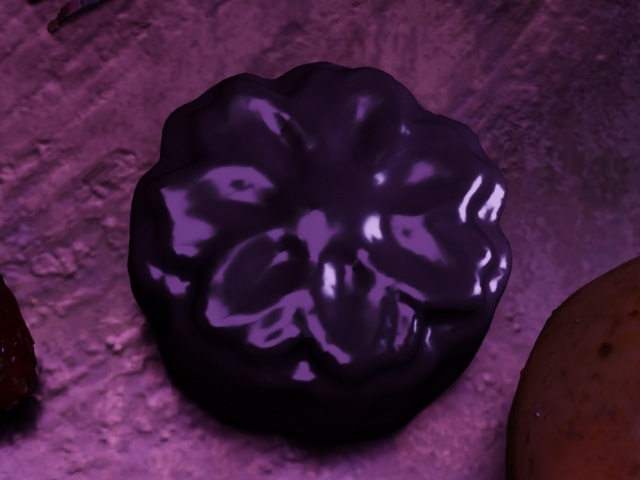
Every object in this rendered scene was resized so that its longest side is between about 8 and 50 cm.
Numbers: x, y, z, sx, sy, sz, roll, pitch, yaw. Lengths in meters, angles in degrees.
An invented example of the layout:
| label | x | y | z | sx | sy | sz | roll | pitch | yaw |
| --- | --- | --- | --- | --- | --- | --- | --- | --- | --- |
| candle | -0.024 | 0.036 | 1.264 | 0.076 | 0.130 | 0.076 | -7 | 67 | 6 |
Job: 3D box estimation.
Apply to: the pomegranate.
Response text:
| label | x | y | z | sx | sy | sz | roll | pitch | yaw |
| --- | --- | --- | --- | --- | --- | --- | --- | --- | --- |
| pomegranate | 0.251 | 0.142 | 1.301 | 0.281 | 0.281 | 0.281 | 1 | 68 | -3 |

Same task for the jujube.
| label | x | y | z | sx | sy | sz | roll | pitch | yaw |
| --- | --- | --- | --- | --- | --- | --- | --- | --- | --- |
| jujube | -0.247 | 0.068 | 1.401 | 0.077 | 0.077 | 0.129 | -15 | 60 | -9 |

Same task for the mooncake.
| label | x | y | z | sx | sy | sz | roll | pitch | yaw |
| --- | --- | --- | --- | --- | --- | --- | --- | --- | --- |
| mooncake | 0.000 | 0.000 | 1.408 | 0.283 | 0.141 | 0.283 | 2 | 67 | -5 |

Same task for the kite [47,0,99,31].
| label | x | y | z | sx | sy | sz | roll | pitch | yaw |
| --- | --- | --- | --- | --- | --- | --- | --- | --- | --- |
| kite | -0.133 | -0.253 | 1.570 | 0.245 | 0.015 | 0.141 | -31 | 72 | -15 |
